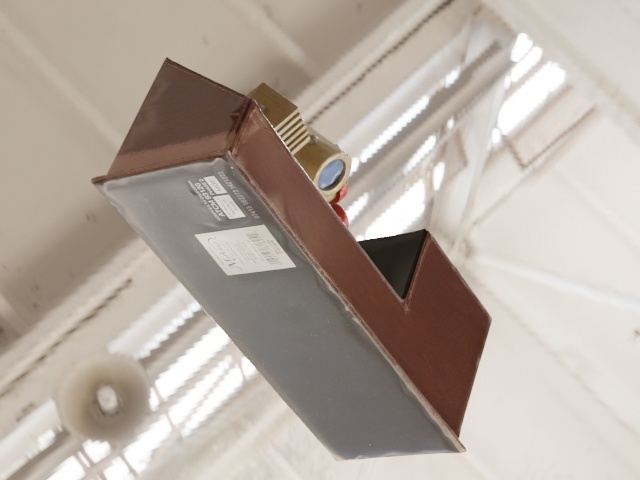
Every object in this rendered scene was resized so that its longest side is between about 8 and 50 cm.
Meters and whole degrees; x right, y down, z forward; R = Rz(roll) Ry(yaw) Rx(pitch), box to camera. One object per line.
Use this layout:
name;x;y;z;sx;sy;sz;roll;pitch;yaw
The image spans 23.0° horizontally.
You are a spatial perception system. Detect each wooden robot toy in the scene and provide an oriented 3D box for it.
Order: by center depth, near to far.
wooden robot toy;0.000;0.000;0.819;0.076;0.173;0.079;-32;-129;-28

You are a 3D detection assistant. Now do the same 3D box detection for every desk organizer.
desk organizer;-0.002;0.005;0.451;0.047;0.130;0.050;-9;-136;34
